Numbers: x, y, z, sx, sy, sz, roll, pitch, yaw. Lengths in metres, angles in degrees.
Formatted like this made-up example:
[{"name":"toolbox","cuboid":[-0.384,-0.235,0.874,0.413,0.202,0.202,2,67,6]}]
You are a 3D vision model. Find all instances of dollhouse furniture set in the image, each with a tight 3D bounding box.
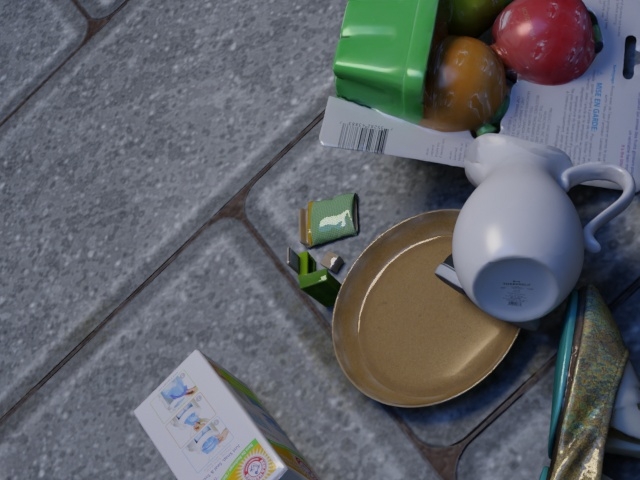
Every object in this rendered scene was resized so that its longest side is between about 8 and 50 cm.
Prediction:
[{"name":"dollhouse furniture set","cuboid":[0.000,0.000,1.413,0.076,0.058,0.152,-17,55,24]}]

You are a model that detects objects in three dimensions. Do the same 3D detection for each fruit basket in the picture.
[{"name":"fruit basket","cuboid":[0.198,-0.216,1.352,0.353,0.165,0.327,10,67,2]}]

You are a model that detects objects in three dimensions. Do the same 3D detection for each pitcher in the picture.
[{"name":"pitcher","cuboid":[0.222,-0.017,1.173,0.177,0.125,0.207,0,37,12]}]

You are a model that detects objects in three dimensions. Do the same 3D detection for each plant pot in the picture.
[{"name":"plant pot","cuboid":[0.122,0.076,1.304,0.236,0.032,0.236,-16,56,25]}]

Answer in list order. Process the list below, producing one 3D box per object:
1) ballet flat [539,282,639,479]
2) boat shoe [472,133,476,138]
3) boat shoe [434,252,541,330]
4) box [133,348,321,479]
[{"name":"ballet flat","cuboid":[0.250,0.208,1.091,0.123,0.123,0.349,0,58,34]},{"name":"boat shoe","cuboid":[0.148,-0.140,1.421,0.100,0.035,0.035,51,124,37]},{"name":"boat shoe","cuboid":[0.177,0.047,1.231,0.142,0.049,0.040,31,82,44]},{"name":"box","cuboid":[-0.095,0.234,1.296,0.103,0.114,0.203,-45,48,1]}]
